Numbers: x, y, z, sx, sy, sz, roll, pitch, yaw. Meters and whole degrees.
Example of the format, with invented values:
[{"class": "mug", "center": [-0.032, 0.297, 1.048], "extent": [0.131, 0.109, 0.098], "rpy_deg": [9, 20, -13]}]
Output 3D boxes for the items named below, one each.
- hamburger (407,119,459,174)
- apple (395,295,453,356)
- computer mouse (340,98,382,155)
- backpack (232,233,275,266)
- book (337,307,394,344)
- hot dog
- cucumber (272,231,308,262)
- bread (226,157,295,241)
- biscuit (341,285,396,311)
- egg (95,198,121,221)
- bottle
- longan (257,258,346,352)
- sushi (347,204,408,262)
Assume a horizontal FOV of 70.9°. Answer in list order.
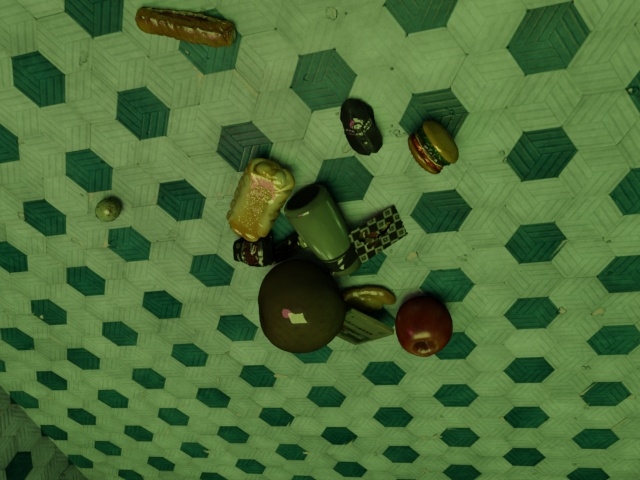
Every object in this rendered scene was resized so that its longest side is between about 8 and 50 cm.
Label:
[{"class": "hamburger", "center": [0.332, -0.276, 1.331], "extent": [0.115, 0.162, 0.162], "rpy_deg": [-36, 112, 30]}, {"class": "apple", "center": [0.392, 0.326, 1.720], "extent": [0.218, 0.201, 0.218], "rpy_deg": [2, 130, 3]}, {"class": "computer mouse", "center": [0.123, -0.342, 1.376], "extent": [0.106, 0.062, 0.192], "rpy_deg": [-17, 119, 21]}, {"class": "backpack", "center": [-0.254, 0.040, 1.668], "extent": [0.165, 0.106, 0.119], "rpy_deg": [-3, 95, 31]}, {"class": "book", "center": [0.134, 0.355, 1.824], "extent": [0.215, 0.025, 0.283], "rpy_deg": [28, 148, -16]}, {"class": "hot dog", "center": [-0.387, -0.605, 1.279], "extent": [0.289, 0.068, 0.083], "rpy_deg": [10, 133, 2]}, {"class": "cucumber", "center": [-0.125, 0.032, 1.677], "extent": [0.241, 0.074, 0.074], "rpy_deg": [-31, 115, 35]}, {"class": "bread", "center": [-0.213, -0.137, 1.545], "extent": [0.173, 0.121, 0.311], "rpy_deg": [30, 125, -5]}, {"class": "biscuit", "center": [0.142, 0.255, 1.802], "extent": [0.299, 0.045, 0.154], "rpy_deg": [-29, 121, 25]}, {"class": "egg", "center": [-0.801, -0.112, 1.692], "extent": [0.110, 0.085, 0.085], "rpy_deg": [-22, 119, 38]}, {"class": "bottle", "center": [0.025, -0.019, 1.566], "extent": [0.169, 0.168, 0.347], "rpy_deg": [-20, 124, 22]}, {"class": "longan", "center": [-0.074, 0.245, 1.665], "extent": [0.361, 0.361, 0.360], "rpy_deg": [5, 126, 7]}, {"class": "sushi", "center": [0.198, -0.027, 1.575], "extent": [0.201, 0.031, 0.139], "rpy_deg": [-32, 119, -6]}]
